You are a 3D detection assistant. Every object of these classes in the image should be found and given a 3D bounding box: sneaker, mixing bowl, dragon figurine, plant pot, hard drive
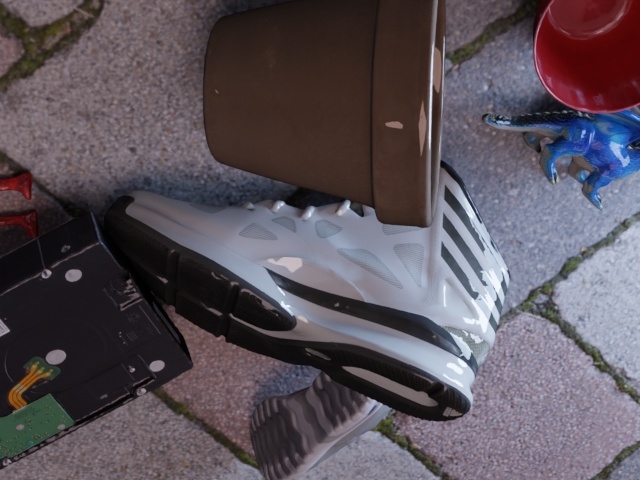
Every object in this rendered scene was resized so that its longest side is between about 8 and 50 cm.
[{"bbox_3d":[0.016,0.218,1.800,0.115,0.105,0.281,-2,158,-39],"label":"sneaker"},{"bbox_3d":[0.298,-0.235,1.574,0.181,0.098,0.181,-6,125,-9],"label":"mixing bowl"},{"bbox_3d":[0.307,-0.128,1.661,0.289,0.085,0.144,28,115,-29],"label":"dragon figurine"},{"bbox_3d":[0.007,-0.148,1.506,0.229,0.263,0.263,2,127,8],"label":"plant pot"},{"bbox_3d":[0.000,0.001,1.664,0.447,0.257,0.169,25,155,2],"label":"sneaker"},{"bbox_3d":[-0.340,0.132,1.635,0.339,0.064,0.237,-29,133,3],"label":"hard drive"}]

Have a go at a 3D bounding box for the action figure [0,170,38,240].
[{"bbox_3d":[-0.441,0.001,1.558,0.280,0.139,0.091,-6,125,-6],"label":"action figure"}]
